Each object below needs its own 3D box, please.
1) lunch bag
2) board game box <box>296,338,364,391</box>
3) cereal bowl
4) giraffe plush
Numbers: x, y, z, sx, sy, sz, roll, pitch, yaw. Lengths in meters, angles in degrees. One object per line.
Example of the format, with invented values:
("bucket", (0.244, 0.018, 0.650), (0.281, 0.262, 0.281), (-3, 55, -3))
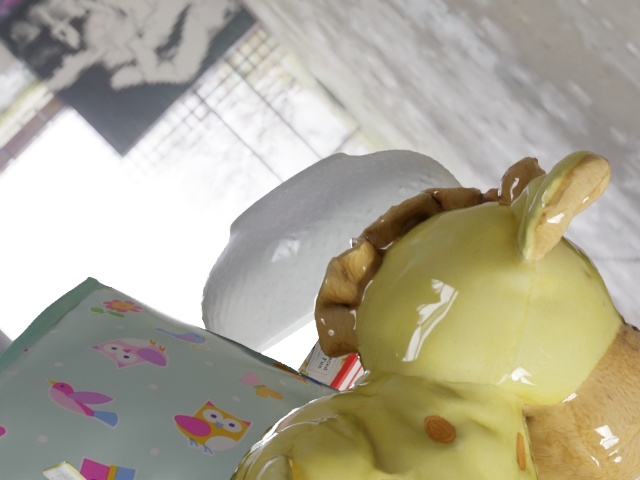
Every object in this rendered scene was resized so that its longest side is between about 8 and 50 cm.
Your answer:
("lunch bag", (-0.093, 0.147, 0.708), (0.223, 0.160, 0.262), (23, -166, 3))
("board game box", (0.057, 0.095, 1.087), (0.045, 0.193, 0.147), (26, 167, 36))
("cereal bowl", (0.000, 0.000, 1.479), (0.141, 0.339, 0.339), (57, -179, 5))
("giraffe plush", (0.041, 0.067, 0.414), (0.181, 0.170, 0.210), (0, 138, 50))
